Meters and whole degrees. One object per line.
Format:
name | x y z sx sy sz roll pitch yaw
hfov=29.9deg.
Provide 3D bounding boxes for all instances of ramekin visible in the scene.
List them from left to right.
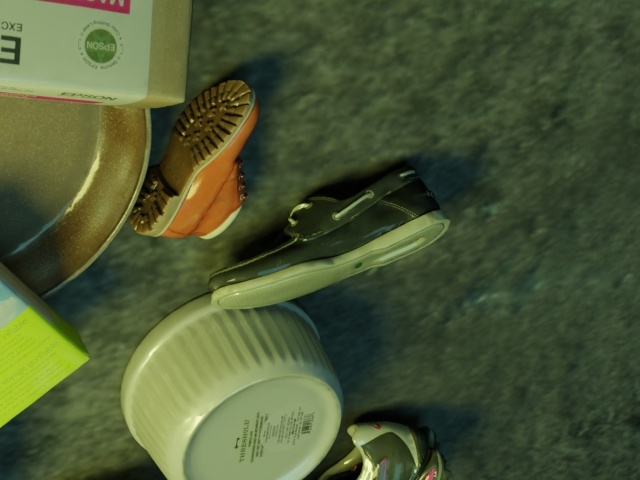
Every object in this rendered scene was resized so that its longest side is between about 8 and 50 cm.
ramekin | -0.076 0.157 1.140 0.207 0.109 0.207 -16 130 -21

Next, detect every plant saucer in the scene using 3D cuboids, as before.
plant saucer | -0.279 -0.066 0.886 0.311 0.050 0.310 -16 130 -20

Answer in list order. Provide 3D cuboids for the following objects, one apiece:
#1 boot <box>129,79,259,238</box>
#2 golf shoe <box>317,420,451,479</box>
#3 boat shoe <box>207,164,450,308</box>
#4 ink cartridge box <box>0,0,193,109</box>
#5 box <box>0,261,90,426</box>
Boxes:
boot | -0.087 -0.064 1.005 0.085 0.059 0.158 15 123 -42
golf shoe | 0.033 0.315 1.352 0.120 0.105 0.272 20 106 -23
boat shoe | 0.000 0.000 1.097 0.233 0.079 0.084 -22 165 -14
ink cartridge box | -0.199 -0.190 0.762 0.235 0.088 0.193 1 93 -33
box | -0.275 0.069 0.931 0.109 0.042 0.178 -38 135 -1
